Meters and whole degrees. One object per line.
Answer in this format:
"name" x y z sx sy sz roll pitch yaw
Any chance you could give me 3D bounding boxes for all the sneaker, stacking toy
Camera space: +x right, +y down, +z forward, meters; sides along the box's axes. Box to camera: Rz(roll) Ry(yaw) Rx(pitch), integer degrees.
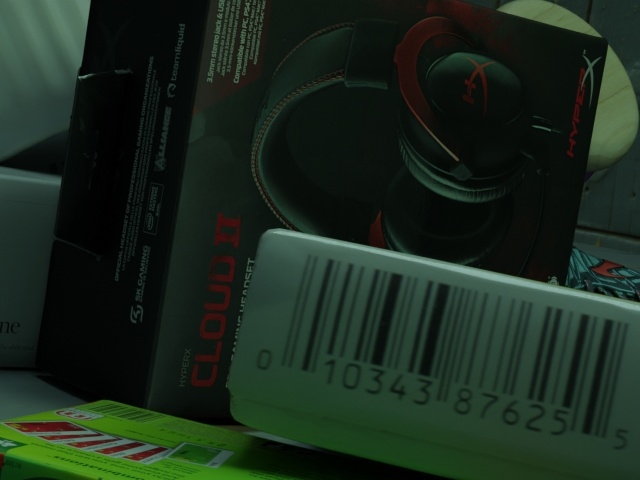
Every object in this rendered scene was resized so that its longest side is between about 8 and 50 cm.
"sneaker" 0.199 0.048 1.030 0.125 0.104 0.262 13 6 19
"stacking toy" 0.092 -0.042 1.154 0.141 0.141 0.330 6 -32 -35

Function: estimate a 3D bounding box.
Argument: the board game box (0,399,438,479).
"board game box" -0.007 0.087 0.397 0.181 0.043 0.092 10 4 21

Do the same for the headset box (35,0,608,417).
"headset box" -0.005 -0.024 0.742 0.293 0.218 0.110 7 4 -39

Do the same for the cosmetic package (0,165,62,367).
"cosmetic package" -0.119 0.016 0.770 0.239 0.098 0.060 5 5 -40

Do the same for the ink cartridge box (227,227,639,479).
"ink cartridge box" 0.139 0.068 0.535 0.304 0.072 0.307 10 -3 6

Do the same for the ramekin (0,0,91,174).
"ramekin" -0.169 -0.068 0.873 0.273 0.127 0.273 -25 -20 -10
